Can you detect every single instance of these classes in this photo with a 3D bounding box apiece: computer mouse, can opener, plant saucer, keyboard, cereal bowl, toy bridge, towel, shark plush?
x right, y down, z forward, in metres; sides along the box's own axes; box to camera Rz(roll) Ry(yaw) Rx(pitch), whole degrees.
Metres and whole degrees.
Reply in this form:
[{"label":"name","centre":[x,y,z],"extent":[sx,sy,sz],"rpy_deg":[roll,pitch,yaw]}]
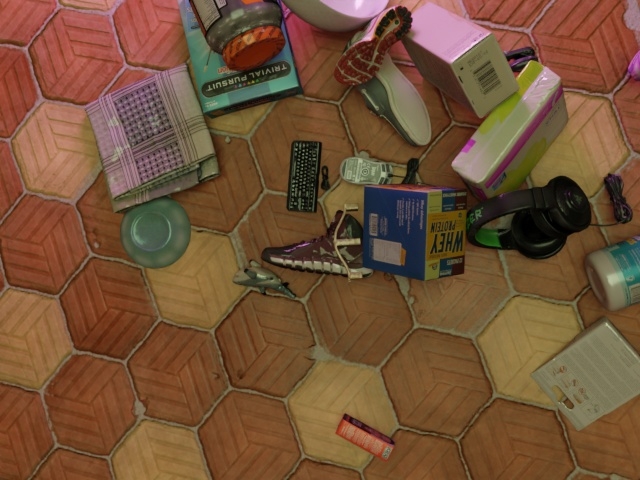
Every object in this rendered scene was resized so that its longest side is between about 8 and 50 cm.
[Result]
[{"label":"computer mouse","centre":[0.143,-0.168,1.708],"extent":[0.192,0.042,0.106],"rpy_deg":[10,94,2]},{"label":"can opener","centre":[0.432,-0.426,1.670],"extent":[0.186,0.073,0.059],"rpy_deg":[-12,95,16]},{"label":"plant saucer","centre":[-0.435,-0.024,1.779],"extent":[0.194,0.037,0.195],"rpy_deg":[0,88,8]},{"label":"keyboard","centre":[-0.028,-0.162,1.738],"extent":[0.108,0.023,0.180],"rpy_deg":[4,90,7]},{"label":"cereal bowl","centre":[-0.002,-0.639,1.639],"extent":[0.141,0.338,0.339],"rpy_deg":[-32,82,49]},{"label":"toy bridge","centre":[0.064,0.006,1.638],"extent":[0.063,0.026,0.188],"rpy_deg":[-2,82,-2]},{"label":"towel","centre":[-0.438,-0.262,1.765],"extent":[0.312,0.056,0.325],"rpy_deg":[-20,81,7]},{"label":"shark plush","centre":[-0.139,0.107,1.744],"extent":[0.161,0.073,0.067],"rpy_deg":[19,111,-13]}]

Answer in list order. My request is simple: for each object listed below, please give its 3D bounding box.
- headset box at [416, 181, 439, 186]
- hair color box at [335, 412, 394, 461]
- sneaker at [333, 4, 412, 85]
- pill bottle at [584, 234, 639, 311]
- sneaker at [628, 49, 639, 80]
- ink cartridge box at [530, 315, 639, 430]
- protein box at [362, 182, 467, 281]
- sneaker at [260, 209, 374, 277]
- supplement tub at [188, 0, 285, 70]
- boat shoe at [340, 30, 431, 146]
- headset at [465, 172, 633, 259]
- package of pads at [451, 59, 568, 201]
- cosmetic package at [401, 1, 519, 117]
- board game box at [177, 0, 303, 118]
[{"label":"headset box","centre":[0.259,-0.097,1.693],"extent":[0.062,0.032,0.083],"rpy_deg":[13,88,8]},{"label":"hair color box","centre":[0.110,0.480,1.673],"extent":[0.141,0.072,0.043],"rpy_deg":[28,92,7]},{"label":"sneaker","centre":[0.121,-0.452,1.600],"extent":[0.225,0.093,0.088],"rpy_deg":[-42,111,13]},{"label":"pill bottle","centre":[0.757,0.055,1.566],"extent":[0.263,0.146,0.146],"rpy_deg":[-20,86,6]},{"label":"sneaker","centre":[0.809,-0.449,1.607],"extent":[0.236,0.104,0.095],"rpy_deg":[-36,83,-17]},{"label":"ink cartridge box","centre":[0.647,0.318,1.630],"extent":[0.224,0.056,0.181],"rpy_deg":[-43,83,23]},{"label":"protein box","centre":[0.214,-0.026,1.580],"extent":[0.201,0.135,0.200],"rpy_deg":[11,104,49]},{"label":"sneaker","centre":[0.000,0.000,1.698],"extent":[0.281,0.106,0.163],"rpy_deg":[8,84,-3]},{"label":"supplement tub","centre":[-0.211,-0.575,1.609],"extent":[0.193,0.193,0.316],"rpy_deg":[-24,86,6]},{"label":"boat shoe","centre":[0.160,-0.361,1.700],"extent":[0.099,0.116,0.320],"rpy_deg":[-33,91,48]},{"label":"headset","centre":[0.523,-0.073,1.575],"extent":[0.393,0.243,0.185],"rpy_deg":[-1,68,-7]},{"label":"package of pads","centre":[0.444,-0.229,1.575],"extent":[0.101,0.229,0.297],"rpy_deg":[40,94,27]},{"label":"cosmetic package","centre":[0.300,-0.413,1.546],"extent":[0.113,0.309,0.160],"rpy_deg":[-36,125,5]},{"label":"board game box","centre":[-0.207,-0.510,1.744],"extent":[0.253,0.079,0.336],"rpy_deg":[-14,86,7]}]
